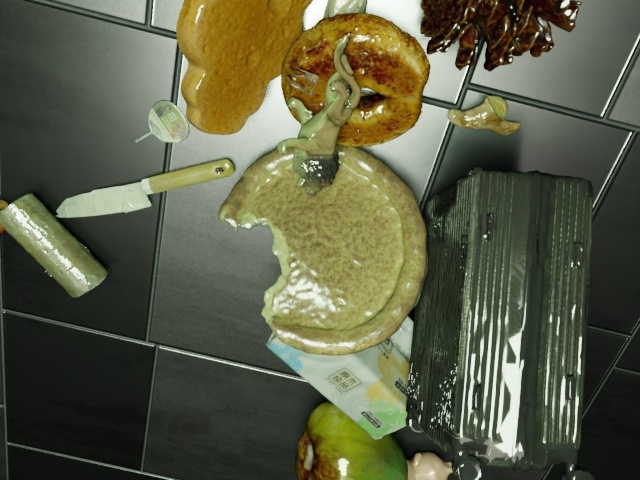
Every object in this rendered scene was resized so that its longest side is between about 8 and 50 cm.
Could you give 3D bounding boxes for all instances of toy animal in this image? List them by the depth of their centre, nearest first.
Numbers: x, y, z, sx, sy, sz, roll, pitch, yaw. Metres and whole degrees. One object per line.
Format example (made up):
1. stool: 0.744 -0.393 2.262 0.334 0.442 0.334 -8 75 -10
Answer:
1. toy animal: -0.004 -0.144 0.631 0.086 0.069 0.219 3 144 -13
2. toy animal: 0.167 0.424 0.969 0.150 0.089 0.083 -20 131 -2

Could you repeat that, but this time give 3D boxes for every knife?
1. knife: -0.266 -0.068 0.798 0.298 0.017 0.047 -11 122 9

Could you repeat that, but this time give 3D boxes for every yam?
1. yam: -0.405 0.009 0.818 0.068 0.068 0.169 -32 109 18

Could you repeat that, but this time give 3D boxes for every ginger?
1. ginger: 0.218 -0.165 0.707 0.097 0.030 0.048 10 118 -3

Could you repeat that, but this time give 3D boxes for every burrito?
1. burrito: 0.033 -0.288 0.656 0.051 0.042 0.171 12 115 -10

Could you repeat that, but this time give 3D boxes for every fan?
1. fan: -0.224 -0.165 0.755 0.080 0.003 0.060 1 116 4

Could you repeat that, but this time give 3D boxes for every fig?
1. fig: 0.053 0.366 0.900 0.191 0.181 0.181 26 115 -6

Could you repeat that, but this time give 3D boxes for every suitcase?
1. suitcase: 0.211 0.095 0.659 0.152 0.229 0.334 7 84 -4

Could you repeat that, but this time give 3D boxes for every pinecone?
1. pinecone: 0.206 -0.268 0.594 0.165 0.163 0.162 0 117 -14

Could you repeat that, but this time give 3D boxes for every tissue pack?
1. tissue pack: 0.065 0.145 0.790 0.229 0.159 0.145 45 124 -15

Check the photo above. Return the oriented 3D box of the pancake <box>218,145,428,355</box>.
1. pancake: 0.000 0.000 0.707 0.286 0.033 0.288 15 75 5

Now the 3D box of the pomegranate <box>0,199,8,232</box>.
1. pomegranate: -0.574 0.008 0.781 0.248 0.214 0.214 -28 117 -25

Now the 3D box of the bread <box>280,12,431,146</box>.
1. bread: 0.040 -0.190 0.660 0.193 0.063 0.193 7 145 5

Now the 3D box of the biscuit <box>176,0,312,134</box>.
1. biscuit: -0.081 -0.259 0.614 0.044 0.186 0.295 40 114 28
